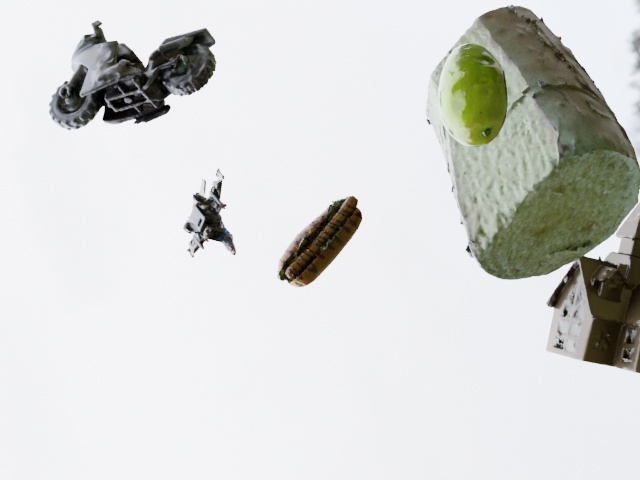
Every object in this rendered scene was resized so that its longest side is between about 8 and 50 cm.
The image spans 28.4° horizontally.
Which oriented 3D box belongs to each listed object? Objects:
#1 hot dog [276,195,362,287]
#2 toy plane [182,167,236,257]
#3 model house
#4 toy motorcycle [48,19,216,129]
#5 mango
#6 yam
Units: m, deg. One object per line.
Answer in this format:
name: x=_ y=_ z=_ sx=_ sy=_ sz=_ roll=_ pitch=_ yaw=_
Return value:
hot dog: x=0.000 y=0.000 z=1.360 sx=0.049 sy=0.122 sz=0.037 roll=37 pitch=172 yaw=13
toy plane: x=-0.158 y=-0.024 z=1.800 sx=0.062 sy=0.135 sz=0.188 roll=16 pitch=-162 yaw=-18
model house: x=0.446 y=0.060 z=1.787 sx=0.181 sy=0.176 sz=0.248 roll=11 pitch=-91 yaw=-23
toy motorcycle: x=-0.273 y=-0.250 z=1.841 sx=0.106 sy=0.270 sz=0.159 roll=52 pitch=-150 yaw=-50
mango: x=0.126 y=-0.124 z=1.056 sx=0.108 sy=0.056 sz=0.073 roll=-86 pitch=1 yaw=-47
yam: x=0.227 y=-0.114 z=1.410 sx=0.201 sy=0.202 sz=0.271 roll=16 pitch=-141 yaw=-44
